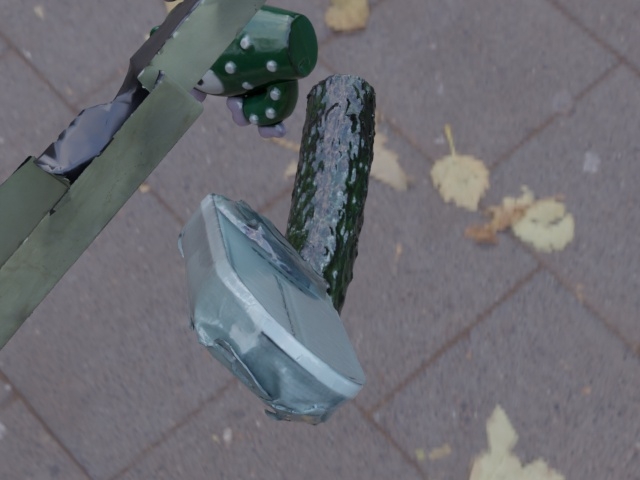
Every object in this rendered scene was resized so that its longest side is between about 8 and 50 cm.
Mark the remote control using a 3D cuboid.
[{"bbox_3d":[-0.033,0.034,0.824,0.104,0.247,0.052,42,96,-14],"label":"remote control"}]

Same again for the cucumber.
[{"bbox_3d":[0.000,0.000,1.176,0.068,0.067,0.293,6,63,8],"label":"cucumber"}]

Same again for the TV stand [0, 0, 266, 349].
[{"bbox_3d":[-0.114,-0.026,0.656,0.249,0.036,0.042,-49,51,1],"label":"TV stand"}]

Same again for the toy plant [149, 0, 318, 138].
[{"bbox_3d":[-0.120,-0.246,1.846,0.243,0.232,0.112,27,47,14],"label":"toy plant"}]
